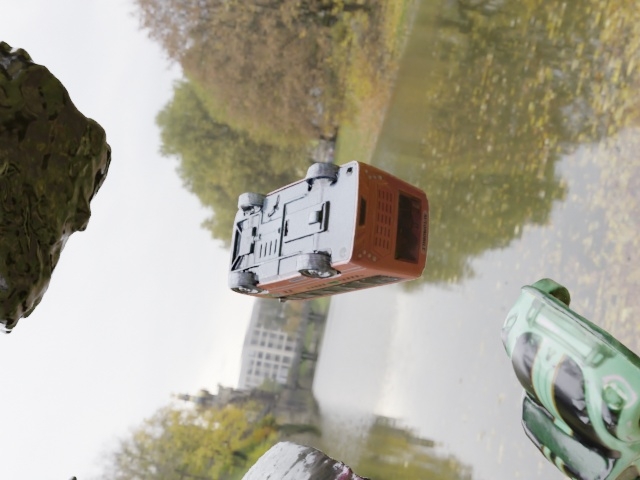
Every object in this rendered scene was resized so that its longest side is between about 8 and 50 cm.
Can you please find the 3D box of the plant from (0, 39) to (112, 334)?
[{"bbox_3d":[-0.318,-0.025,0.668,0.188,0.199,0.276,51,-123,-39],"label":"plant"}]

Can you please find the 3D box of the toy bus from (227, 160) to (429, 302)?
[{"bbox_3d":[0.000,0.000,1.528,0.427,0.233,0.203,-16,63,53],"label":"toy bus"}]

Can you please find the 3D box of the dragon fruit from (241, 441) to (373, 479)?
[{"bbox_3d":[-0.002,0.346,0.757,0.221,0.283,0.204,-49,-26,-19],"label":"dragon fruit"}]

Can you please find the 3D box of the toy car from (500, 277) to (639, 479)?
[{"bbox_3d":[0.241,0.148,0.685,0.125,0.136,0.306,-52,-43,1],"label":"toy car"}]

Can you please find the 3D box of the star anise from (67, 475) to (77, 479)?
[{"bbox_3d":[-0.243,0.316,0.736,0.061,0.205,0.180,140,120,-67],"label":"star anise"}]
